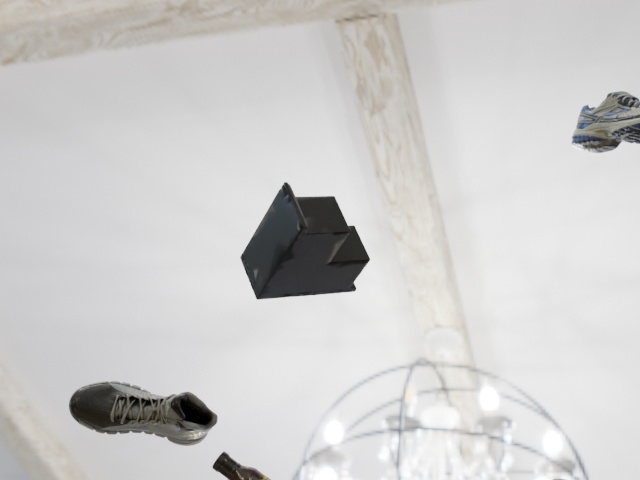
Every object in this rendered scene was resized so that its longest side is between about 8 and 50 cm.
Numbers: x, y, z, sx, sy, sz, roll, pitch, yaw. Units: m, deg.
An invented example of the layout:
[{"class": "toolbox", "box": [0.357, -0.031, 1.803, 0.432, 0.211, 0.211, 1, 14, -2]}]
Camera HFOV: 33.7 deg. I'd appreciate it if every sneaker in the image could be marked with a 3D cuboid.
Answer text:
[{"class": "sneaker", "box": [-0.264, 0.255, 1.632, 0.229, 0.086, 0.132, 14, -25, -21]}, {"class": "sneaker", "box": [0.318, -0.132, 1.103, 0.052, 0.058, 0.135, 16, -13, -35]}]

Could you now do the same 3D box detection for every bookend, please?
[{"class": "bookend", "box": [0.000, 0.000, 1.377, 0.156, 0.072, 0.157, -3, -36, -32]}]

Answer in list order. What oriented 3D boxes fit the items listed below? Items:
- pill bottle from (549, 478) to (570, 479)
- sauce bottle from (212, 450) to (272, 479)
[{"class": "pill bottle", "box": [0.422, 0.466, 1.733, 0.131, 0.131, 0.229, -16, -31, 23]}, {"class": "sauce bottle", "box": [-0.077, 0.310, 1.311, 0.128, 0.042, 0.042, 33, -43, 10]}]
